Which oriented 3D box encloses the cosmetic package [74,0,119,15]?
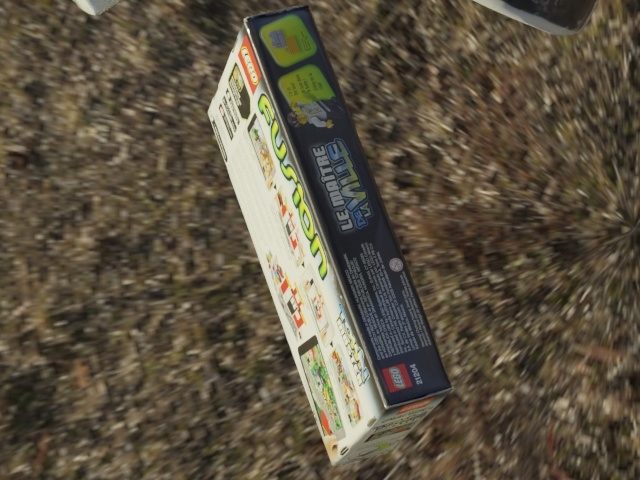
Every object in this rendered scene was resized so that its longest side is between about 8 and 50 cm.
[{"bbox_3d":[-0.044,-0.325,0.969,0.385,0.156,0.217,-37,120,-9],"label":"cosmetic package"}]

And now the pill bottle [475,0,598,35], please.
[{"bbox_3d":[0.100,-0.215,0.702,0.130,0.130,0.246,29,103,8],"label":"pill bottle"}]

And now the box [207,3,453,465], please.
[{"bbox_3d":[0.000,0.000,0.905,0.036,0.114,0.207,-15,74,-18],"label":"box"}]
